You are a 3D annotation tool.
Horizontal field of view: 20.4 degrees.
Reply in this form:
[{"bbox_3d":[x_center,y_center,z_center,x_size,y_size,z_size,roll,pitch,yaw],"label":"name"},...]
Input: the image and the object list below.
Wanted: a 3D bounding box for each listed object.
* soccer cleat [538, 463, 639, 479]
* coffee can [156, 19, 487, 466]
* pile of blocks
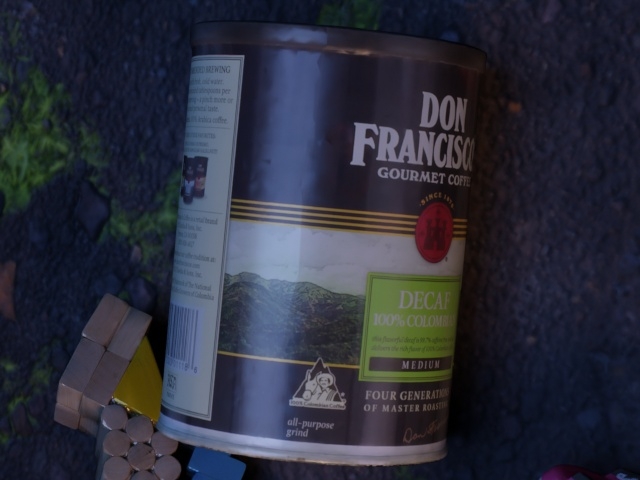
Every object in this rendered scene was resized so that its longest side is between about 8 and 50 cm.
[{"bbox_3d":[0.251,0.267,1.094,0.331,0.116,0.143,32,105,28],"label":"soccer cleat"},{"bbox_3d":[0.000,0.000,1.207,0.201,0.201,0.275,7,93,31],"label":"coffee can"},{"bbox_3d":[-0.106,0.221,1.338,0.112,0.149,0.362,115,143,-63],"label":"pile of blocks"}]
